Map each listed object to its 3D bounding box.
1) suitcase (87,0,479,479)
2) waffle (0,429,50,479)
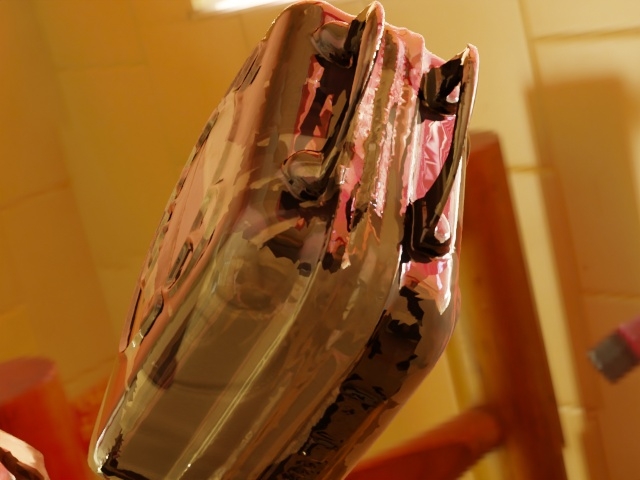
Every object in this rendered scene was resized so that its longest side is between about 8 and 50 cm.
[{"bbox_3d":[0.000,0.000,0.980,0.194,0.339,0.351,26,36,-13],"label":"suitcase"},{"bbox_3d":[-0.225,0.147,0.327,0.224,0.327,0.098,28,3,0],"label":"waffle"}]
